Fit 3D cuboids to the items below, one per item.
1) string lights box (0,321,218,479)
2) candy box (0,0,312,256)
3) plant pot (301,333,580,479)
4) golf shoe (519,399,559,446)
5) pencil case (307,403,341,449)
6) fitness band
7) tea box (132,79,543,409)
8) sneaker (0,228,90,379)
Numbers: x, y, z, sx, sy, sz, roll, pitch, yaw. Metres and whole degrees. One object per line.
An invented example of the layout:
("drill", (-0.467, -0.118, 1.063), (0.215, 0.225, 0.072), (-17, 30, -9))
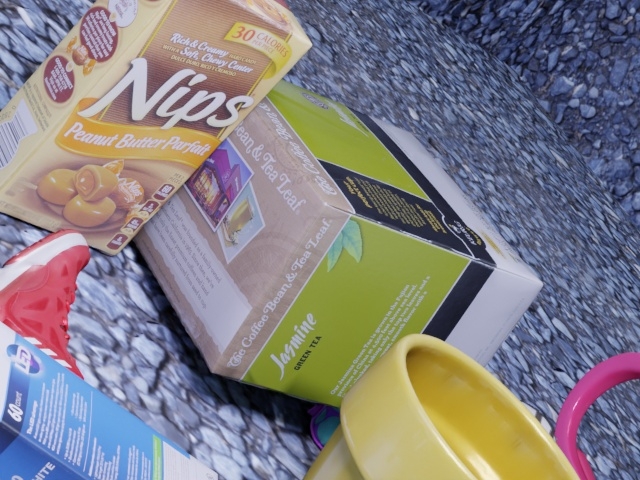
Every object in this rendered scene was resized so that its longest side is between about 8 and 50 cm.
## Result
("string lights box", (-0.200, 0.176, 1.320), (0.259, 0.077, 0.133), (38, 19, -21))
("candy box", (-0.182, -0.140, 1.654), (0.183, 0.316, 0.087), (24, 28, -47))
("plant pot", (0.081, 0.254, 1.511), (0.254, 0.239, 0.254), (40, 20, -17))
("golf shoe", (0.264, 0.273, 2.133), (0.094, 0.077, 0.198), (25, 26, -46))
("pencil case", (0.034, 0.184, 1.838), (0.070, 0.064, 0.151), (47, 19, -1))
("fitness band", (0.420, 0.275, 2.254), (0.054, 0.209, 0.291), (33, 21, -30))
("tea box", (0.000, 0.000, 1.793), (0.323, 0.220, 0.329), (21, 22, -37))
("sneaker", (-0.247, 0.076, 1.461), (0.128, 0.087, 0.221), (54, 30, 0))
